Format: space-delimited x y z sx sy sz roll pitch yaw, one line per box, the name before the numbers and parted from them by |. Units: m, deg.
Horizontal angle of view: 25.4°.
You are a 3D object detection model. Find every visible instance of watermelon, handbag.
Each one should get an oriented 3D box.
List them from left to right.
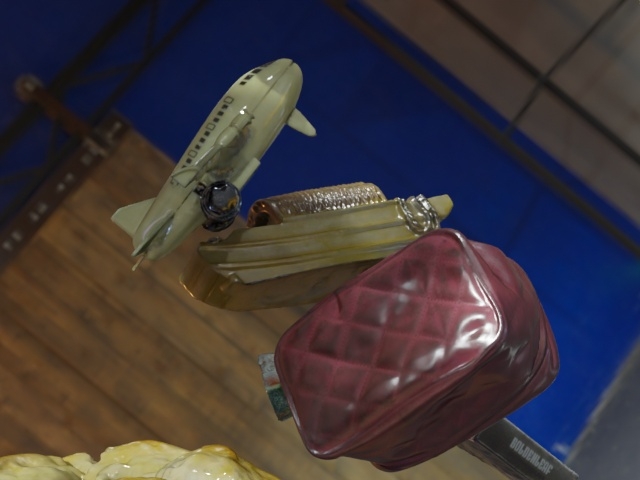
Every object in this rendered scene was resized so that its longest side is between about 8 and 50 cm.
watermelon | -0.034 0.127 1.296 0.085 0.061 0.085 -46 -14 -14
handbag | 0.082 0.098 1.200 0.225 0.146 0.135 -36 -31 19

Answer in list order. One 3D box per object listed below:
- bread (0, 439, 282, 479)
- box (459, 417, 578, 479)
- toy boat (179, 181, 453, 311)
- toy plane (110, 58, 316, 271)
bread | -0.105 0.180 0.765 0.244 0.244 0.134 -91 -2 -85
box | 0.143 0.203 1.695 0.047 0.180 0.325 -56 36 -7
toy boat | 0.000 0.000 1.451 0.310 0.115 0.089 -9 -30 -28
toy plane | -0.094 -0.069 1.326 0.244 0.092 0.229 -46 -1 -10
